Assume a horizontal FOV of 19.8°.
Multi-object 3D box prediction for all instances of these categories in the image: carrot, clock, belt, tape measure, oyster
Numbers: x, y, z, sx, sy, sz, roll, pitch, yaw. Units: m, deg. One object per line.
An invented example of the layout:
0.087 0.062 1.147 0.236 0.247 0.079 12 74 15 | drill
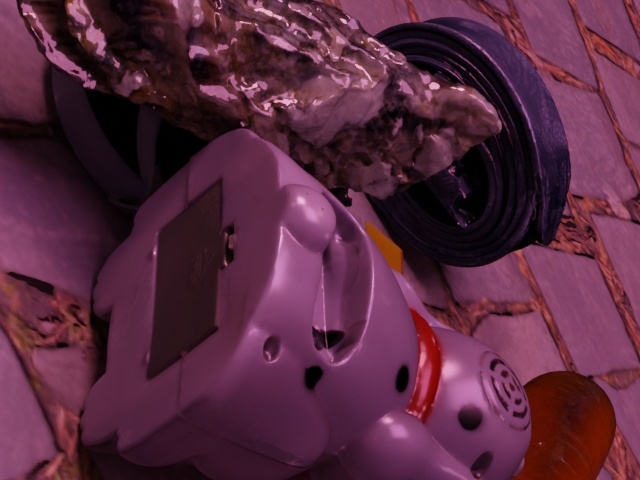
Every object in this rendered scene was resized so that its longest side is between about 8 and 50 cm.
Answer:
0.146 0.157 1.248 0.087 0.087 0.193 54 33 -8 | carrot
0.011 0.078 1.013 0.254 0.189 0.189 35 36 -34 | clock
0.098 -0.069 1.326 0.082 0.141 0.190 -21 84 -60 | belt
-0.071 -0.089 1.109 0.182 0.107 0.181 -16 80 -45 | tape measure
-0.044 -0.102 1.027 0.252 0.087 0.199 50 48 0 | oyster

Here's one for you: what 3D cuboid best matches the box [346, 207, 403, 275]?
0.000 0.000 1.231 0.155 0.023 0.087 39 31 -32 | box
